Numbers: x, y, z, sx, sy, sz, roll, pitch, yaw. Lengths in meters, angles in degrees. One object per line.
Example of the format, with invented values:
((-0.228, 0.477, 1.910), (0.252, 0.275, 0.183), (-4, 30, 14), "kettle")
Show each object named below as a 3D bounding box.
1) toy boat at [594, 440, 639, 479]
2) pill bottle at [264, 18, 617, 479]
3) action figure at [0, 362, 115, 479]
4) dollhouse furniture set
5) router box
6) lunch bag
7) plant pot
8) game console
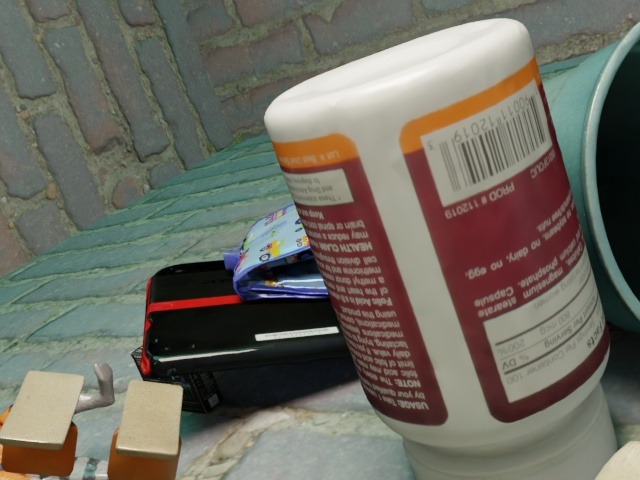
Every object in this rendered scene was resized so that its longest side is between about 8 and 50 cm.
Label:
((0.213, 0.205, 0.363), (0.148, 0.267, 0.318), (-31, -13, -13), "toy boat")
((0.119, 0.032, 0.682), (0.224, 0.392, 0.224), (-18, 17, 6), "pill bottle")
((-0.405, 0.318, 0.927), (0.330, 0.178, 0.341), (-22, 43, 18), "action figure")
((-0.127, 0.253, 0.571), (0.259, 0.262, 0.135), (9, 15, -10), "dollhouse furniture set")
((-0.201, 0.189, 1.095), (0.122, 0.092, 0.038), (-4, 23, 42), "router box")
((0.000, 0.000, 1.140), (0.293, 0.138, 0.221), (-10, 21, 4), "lunch bag")
((0.308, -0.054, 0.897), (0.341, 0.341, 0.334), (-28, 10, -24), "plant pot")
((-0.054, 0.098, 1.110), (0.386, 0.060, 0.342), (-5, 19, -10), "game console")
